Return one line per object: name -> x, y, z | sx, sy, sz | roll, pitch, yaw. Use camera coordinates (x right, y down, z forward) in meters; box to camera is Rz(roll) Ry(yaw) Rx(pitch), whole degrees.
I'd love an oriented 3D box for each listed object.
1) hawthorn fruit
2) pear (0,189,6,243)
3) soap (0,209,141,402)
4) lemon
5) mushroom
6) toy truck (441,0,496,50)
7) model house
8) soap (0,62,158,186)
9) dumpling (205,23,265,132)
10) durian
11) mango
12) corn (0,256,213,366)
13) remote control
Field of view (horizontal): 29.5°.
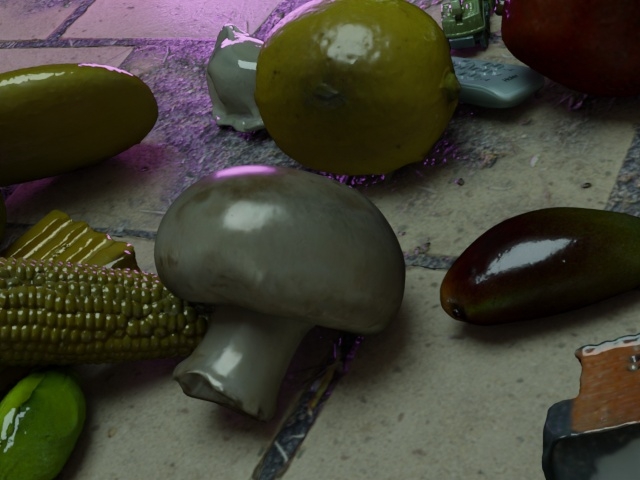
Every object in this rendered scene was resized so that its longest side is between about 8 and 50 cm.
hawthorn fruit -> 0.367, -0.317, 1.625 | 0.307, 0.265, 0.265 | -1, 41, 36
pear -> -0.574, -0.043, 1.687 | 0.253, 0.253, 0.307 | -46, 21, -28
soap -> -0.401, 0.109, 1.616 | 0.324, 0.096, 0.204 | -43, 41, -24
lemon -> 0.047, -0.214, 1.661 | 0.284, 0.260, 0.260 | -20, 30, 42
mushroom -> -0.053, 0.063, 1.404 | 0.297, 0.297, 0.290 | 9, 85, 35
toy truck -> 0.223, -0.369, 1.882 | 0.077, 0.100, 0.169 | -4, 41, 20
model house -> 0.356, 0.164, 1.130 | 0.271, 0.190, 0.301 | -14, 22, 17
soap -> -0.459, -0.166, 1.844 | 0.427, 0.306, 0.115 | -13, 68, 4
dumpling -> -0.117, -0.239, 1.895 | 0.229, 0.124, 0.151 | 44, 109, 43
durian -> -0.351, 0.241, 1.432 | 0.139, 0.101, 0.250 | -38, 21, 39
mango -> 0.262, 0.022, 1.374 | 0.267, 0.111, 0.133 | -14, 26, 3
corn -> -0.295, 0.089, 1.477 | 0.346, 0.130, 0.130 | 3, 32, -20
remote control -> 0.185, -0.236, 1.777 | 0.103, 0.051, 0.293 | -26, 31, -37
